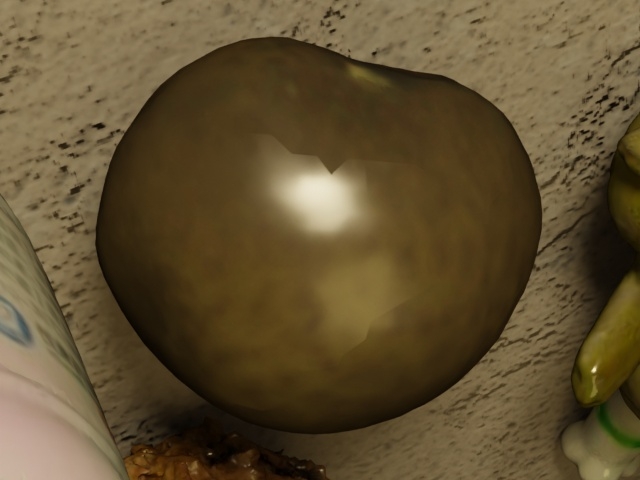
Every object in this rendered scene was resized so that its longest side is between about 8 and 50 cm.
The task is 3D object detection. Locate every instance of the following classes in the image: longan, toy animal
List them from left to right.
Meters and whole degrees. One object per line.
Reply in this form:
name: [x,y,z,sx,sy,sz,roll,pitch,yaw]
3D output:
longan: [0.000,0.000,0.714,0.212,0.198,0.198,13,121,-37]
toy animal: [0.248,0.061,0.907,0.181,0.180,0.363,9,126,9]

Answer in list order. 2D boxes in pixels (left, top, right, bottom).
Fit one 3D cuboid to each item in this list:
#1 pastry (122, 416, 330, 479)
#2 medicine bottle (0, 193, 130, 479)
pastry: [-0.088,0.233,0.891,0.274,0.193,0.275,-3,109,-10]
medicine bottle: [-0.219,0.053,0.533,0.256,0.325,0.256,-15,135,-16]
